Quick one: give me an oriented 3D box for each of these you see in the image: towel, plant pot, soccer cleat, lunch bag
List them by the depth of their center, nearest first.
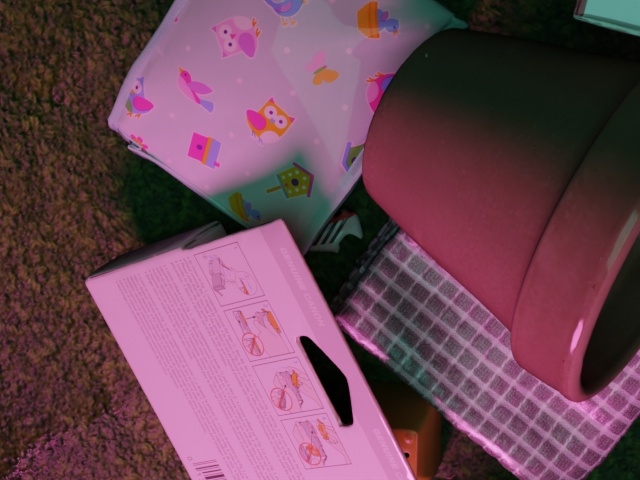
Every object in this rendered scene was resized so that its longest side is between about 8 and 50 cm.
[{"bbox_3d":[0.162,-0.045,0.968,0.229,0.263,0.263,29,106,25],"label":"plant pot"},{"bbox_3d":[-0.031,-0.140,1.106,0.223,0.160,0.262,36,103,0],"label":"lunch bag"},{"bbox_3d":[0.174,0.060,1.132,0.284,0.121,0.235,39,104,0],"label":"towel"},{"bbox_3d":[0.069,0.182,1.194,0.081,0.083,0.081,3,101,9],"label":"plant pot"},{"bbox_3d":[0.000,0.000,1.197,0.083,0.029,0.035,-27,92,9],"label":"soccer cleat"}]

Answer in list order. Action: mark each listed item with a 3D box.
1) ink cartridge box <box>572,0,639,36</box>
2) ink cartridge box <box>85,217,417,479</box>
[{"bbox_3d":[0.264,-0.246,0.995,0.100,0.237,0.172,15,104,9],"label":"ink cartridge box"},{"bbox_3d":[-0.045,0.124,1.145,0.261,0.066,0.296,-17,105,40],"label":"ink cartridge box"}]
